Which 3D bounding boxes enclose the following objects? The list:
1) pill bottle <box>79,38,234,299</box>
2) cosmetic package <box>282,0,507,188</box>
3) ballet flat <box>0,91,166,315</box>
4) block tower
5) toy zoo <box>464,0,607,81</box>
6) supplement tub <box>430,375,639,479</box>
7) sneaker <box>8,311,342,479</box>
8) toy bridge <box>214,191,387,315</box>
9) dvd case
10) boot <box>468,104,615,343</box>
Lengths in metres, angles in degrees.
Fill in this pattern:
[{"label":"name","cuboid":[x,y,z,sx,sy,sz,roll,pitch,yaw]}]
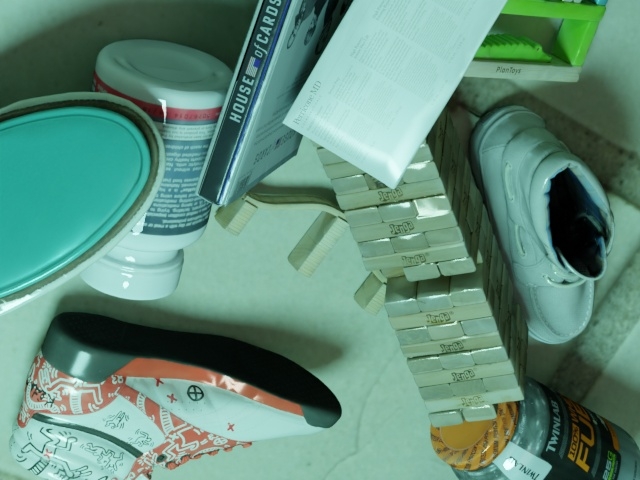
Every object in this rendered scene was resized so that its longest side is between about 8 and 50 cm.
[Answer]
[{"label":"pill bottle","cuboid":[-0.131,-0.051,1.435,0.108,0.108,0.180,0,117,-27]},{"label":"cosmetic package","cuboid":[0.074,-0.166,1.371,0.099,0.060,0.239,31,109,-2]},{"label":"ballet flat","cuboid":[-0.285,0.020,1.391,0.400,0.139,0.139,-35,127,4]},{"label":"block tower","cuboid":[0.090,0.004,1.570,0.091,0.097,0.335,-10,130,17]},{"label":"toy zoo","cuboid":[0.186,-0.266,1.482,0.192,0.030,0.293,-3,119,-44]},{"label":"supplement tub","cuboid":[0.197,0.193,1.735,0.190,0.117,0.117,29,102,-36]},{"label":"sneaker","cuboid":[-0.125,0.155,1.573,0.270,0.090,0.145,15,111,-28]},{"label":"toy bridge","cuboid":[0.000,0.000,1.582,0.188,0.026,0.063,30,100,-36]},{"label":"dvd case","cuboid":[-0.017,-0.154,1.408,0.029,0.179,0.239,25,110,10]},{"label":"boot","cuboid":[0.202,0.012,1.628,0.095,0.123,0.258,-30,127,-8]}]
